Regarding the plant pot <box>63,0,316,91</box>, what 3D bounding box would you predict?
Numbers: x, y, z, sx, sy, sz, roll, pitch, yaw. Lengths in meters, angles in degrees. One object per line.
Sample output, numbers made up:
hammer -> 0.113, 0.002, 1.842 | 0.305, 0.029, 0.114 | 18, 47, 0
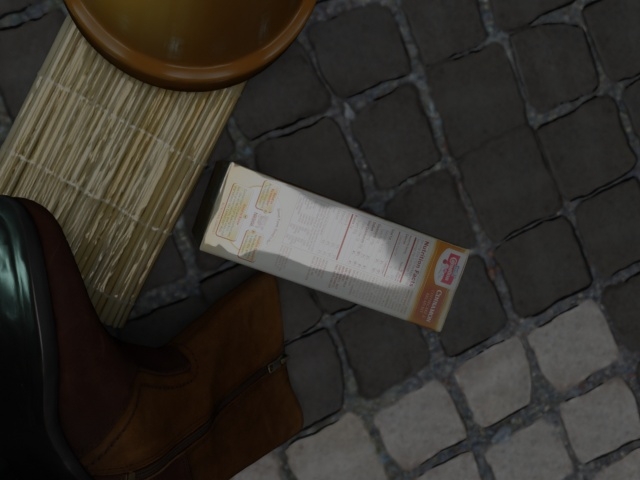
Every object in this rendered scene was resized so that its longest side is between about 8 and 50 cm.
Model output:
plant pot -> -0.086, -0.213, 0.533 | 0.205, 0.188, 0.205 | -1, 95, -12

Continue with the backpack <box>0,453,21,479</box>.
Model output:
backpack -> -0.277, 0.117, 0.511 | 0.191, 0.253, 0.225 | -21, 102, 28

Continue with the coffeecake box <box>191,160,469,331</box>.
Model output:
coffeecake box -> 0.000, 0.000, 0.612 | 0.186, 0.142, 0.068 | 20, 91, -13

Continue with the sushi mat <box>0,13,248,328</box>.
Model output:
sushi mat -> -0.158, -0.099, 0.635 | 0.151, 0.019, 0.316 | 27, 90, -11

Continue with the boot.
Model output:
boot -> -0.100, 0.073, 0.540 | 0.096, 0.280, 0.264 | -7, 102, 33
